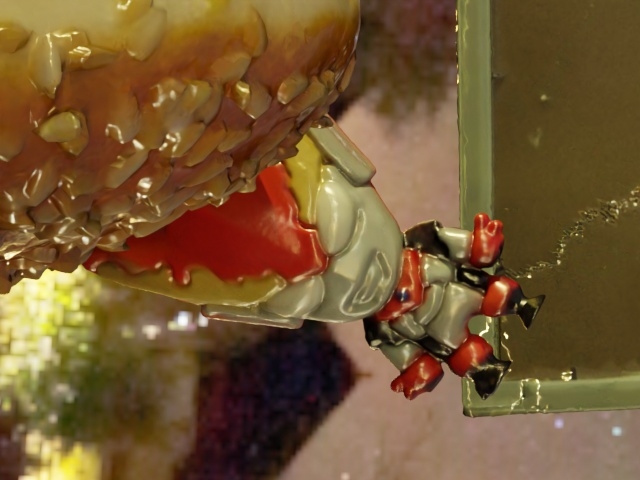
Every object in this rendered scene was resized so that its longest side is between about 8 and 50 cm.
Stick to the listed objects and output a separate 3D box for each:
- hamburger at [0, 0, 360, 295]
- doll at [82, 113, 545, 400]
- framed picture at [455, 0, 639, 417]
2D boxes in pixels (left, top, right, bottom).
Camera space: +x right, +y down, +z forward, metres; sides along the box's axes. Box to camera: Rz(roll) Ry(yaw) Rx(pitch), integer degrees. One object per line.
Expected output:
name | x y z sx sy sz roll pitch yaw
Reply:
hamburger | -0.133 -0.090 0.501 0.291 0.291 0.225 178 -101 -86
doll | 0.000 0.000 0.626 0.109 0.169 0.057 -65 178 18
framed picture | 0.176 -0.065 0.786 0.018 0.231 0.293 -125 -146 -83
